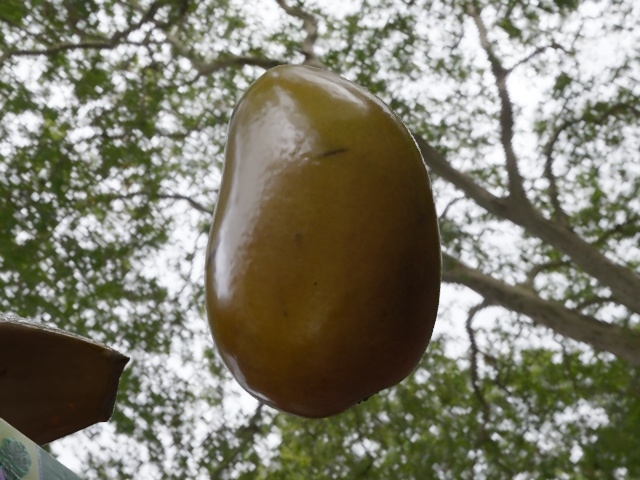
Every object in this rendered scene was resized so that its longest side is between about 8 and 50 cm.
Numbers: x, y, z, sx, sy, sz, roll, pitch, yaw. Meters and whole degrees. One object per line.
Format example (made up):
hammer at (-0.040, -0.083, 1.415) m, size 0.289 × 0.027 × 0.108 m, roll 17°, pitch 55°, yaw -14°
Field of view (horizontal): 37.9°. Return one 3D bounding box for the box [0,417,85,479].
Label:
box at (-0.205, 0.162, 0.578) m, size 0.034 × 0.132 × 0.235 m, roll -37°, pitch -56°, yaw 4°

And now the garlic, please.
garlic at (-0.320, 0.125, 0.792) m, size 0.318 × 0.112 × 0.143 m, roll -3°, pitch -73°, yaw -24°

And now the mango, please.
mango at (0.000, 0.000, 0.823) m, size 0.173 × 0.211 × 0.317 m, roll -5°, pitch -89°, yaw -72°
